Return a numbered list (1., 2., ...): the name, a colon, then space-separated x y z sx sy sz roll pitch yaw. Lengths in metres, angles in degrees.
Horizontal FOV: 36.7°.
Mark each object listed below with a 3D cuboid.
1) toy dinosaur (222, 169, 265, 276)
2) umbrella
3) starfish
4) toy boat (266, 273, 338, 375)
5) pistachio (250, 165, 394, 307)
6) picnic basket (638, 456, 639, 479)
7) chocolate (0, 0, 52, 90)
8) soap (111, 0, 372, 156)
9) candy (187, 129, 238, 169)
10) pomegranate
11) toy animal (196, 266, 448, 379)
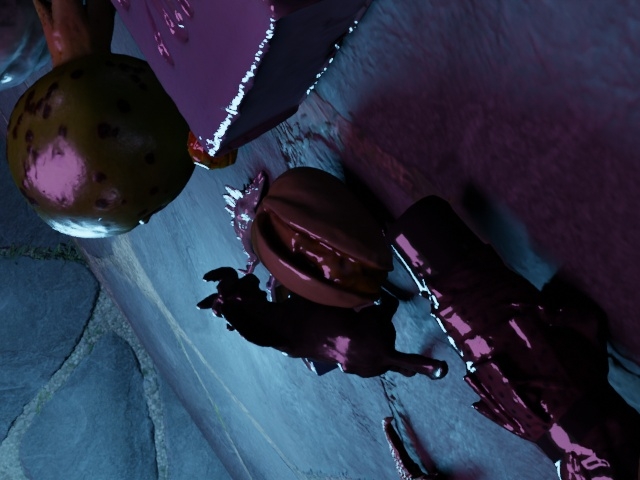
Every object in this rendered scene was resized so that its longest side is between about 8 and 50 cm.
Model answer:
1. toy dinosaur: -0.081 -0.014 1.113 0.082 0.039 0.209 51 150 28
2. umbrella: 0.154 0.102 0.630 0.326 0.090 0.094 52 164 19
3. starfish: 0.119 0.307 1.097 0.213 0.057 0.238 60 159 19
4. toy boat: -0.012 0.077 1.037 0.059 0.069 0.173 -124 12 -57
5. pistachio: 0.000 0.000 0.844 0.149 0.113 0.113 42 156 26
6. picnic basket: 0.226 0.164 0.483 0.137 0.128 0.178 -34 85 39
7. chocolate: -0.437 -0.329 1.254 0.303 0.212 0.303 173 90 -84
8. soap: -0.090 -0.237 0.694 0.285 0.107 0.296 59 161 4
9. candy: -0.106 -0.146 0.979 0.060 0.060 0.201 49 151 25
10. pomegranate: -0.271 -0.141 1.137 0.286 0.230 0.231 61 164 23
11. toy animal: 0.006 0.085 0.882 0.232 0.148 0.085 20 108 11
